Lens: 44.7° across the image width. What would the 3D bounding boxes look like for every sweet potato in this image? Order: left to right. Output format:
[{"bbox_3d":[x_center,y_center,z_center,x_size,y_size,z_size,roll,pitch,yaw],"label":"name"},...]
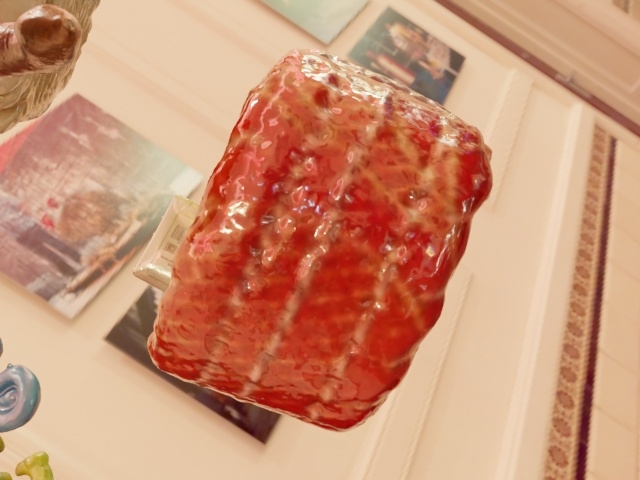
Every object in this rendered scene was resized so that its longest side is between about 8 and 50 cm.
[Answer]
[{"bbox_3d":[-0.273,-0.180,0.725,0.218,0.065,0.051,1,74,48],"label":"sweet potato"}]

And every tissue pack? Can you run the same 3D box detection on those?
[{"bbox_3d":[-0.178,0.044,1.324,0.159,0.234,0.125,-63,2,-5],"label":"tissue pack"}]

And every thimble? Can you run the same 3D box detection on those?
[{"bbox_3d":[0.000,0.000,0.766,0.350,0.231,0.350,-155,90,-85],"label":"thimble"}]

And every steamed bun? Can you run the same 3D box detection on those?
[{"bbox_3d":[-0.457,-0.344,1.080,0.339,0.247,0.352,-61,6,31],"label":"steamed bun"}]

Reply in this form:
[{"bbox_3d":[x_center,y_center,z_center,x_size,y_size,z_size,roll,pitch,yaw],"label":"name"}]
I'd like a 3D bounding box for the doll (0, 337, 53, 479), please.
[{"bbox_3d":[-0.442,0.255,0.904,0.346,0.341,0.099,-21,-15,33],"label":"doll"}]
